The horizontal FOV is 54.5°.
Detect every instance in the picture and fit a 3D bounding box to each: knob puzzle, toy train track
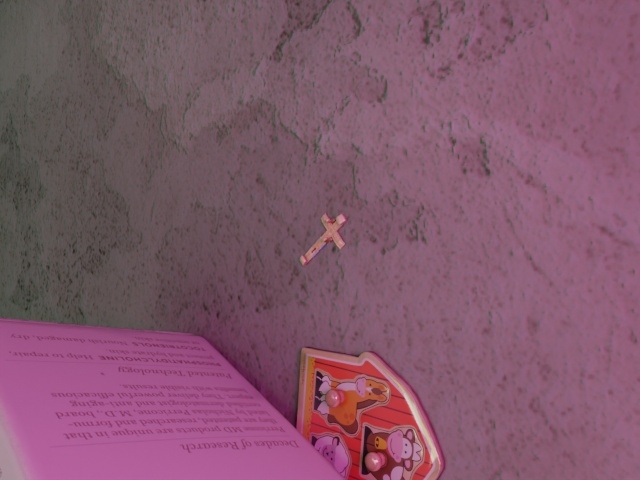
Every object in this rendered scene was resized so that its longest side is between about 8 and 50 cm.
[{"bbox_3d":[0.042,0.217,0.670,0.213,0.030,0.213,-3,85,41],"label":"knob puzzle"},{"bbox_3d":[0.000,0.000,0.727,0.083,0.014,0.048,-48,59,29],"label":"toy train track"}]

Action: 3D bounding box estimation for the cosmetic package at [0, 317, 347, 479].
[{"bbox_3d":[-0.220,0.318,0.650,0.393,0.327,0.330,31,101,44],"label":"cosmetic package"}]
